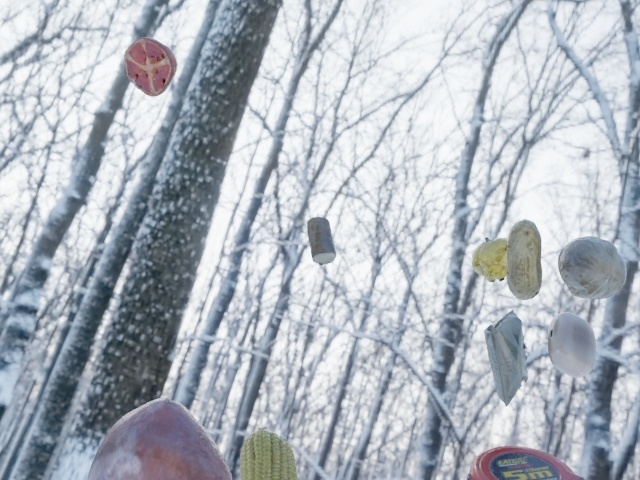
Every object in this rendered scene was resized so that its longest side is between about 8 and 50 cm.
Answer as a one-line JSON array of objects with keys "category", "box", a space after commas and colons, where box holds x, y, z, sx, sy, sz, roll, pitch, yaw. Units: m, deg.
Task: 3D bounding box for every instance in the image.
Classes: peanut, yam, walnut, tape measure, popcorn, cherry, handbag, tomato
[{"category": "peanut", "box": [0.539, 0.050, 2.089, 0.095, 0.108, 0.226, -2, -68, 12]}, {"category": "yam", "box": [0.003, 0.001, 2.345, 0.084, 0.127, 0.084, -6, -25, -3]}, {"category": "walnut", "box": [0.585, 0.058, 1.704, 0.140, 0.140, 0.162, 22, 4, -11]}, {"category": "tape measure", "box": [0.438, 0.540, 1.670, 0.253, 0.114, 0.260, -2, 17, -15]}, {"category": "popcorn", "box": [0.541, 0.057, 2.400, 0.167, 0.152, 0.148, -21, -4, -2]}, {"category": "cherry", "box": [-0.282, 0.424, 1.393, 0.261, 0.307, 0.221, 10, 19, 10]}, {"category": "handbag", "box": [0.575, 0.349, 2.412, 0.117, 0.182, 0.270, -3, -72, 42]}, {"category": "tomato", "box": [-0.440, -0.465, 2.086, 0.155, 0.069, 0.155, 10, -64, 22]}]

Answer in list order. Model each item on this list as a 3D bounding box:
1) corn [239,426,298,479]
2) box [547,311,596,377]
[{"category": "corn", "box": [-0.113, 0.614, 1.862, 0.144, 0.387, 0.144, -7, -52, -9]}, {"category": "box", "box": [0.725, 0.300, 2.275, 0.146, 0.200, 0.088, 28, -43, -9]}]
